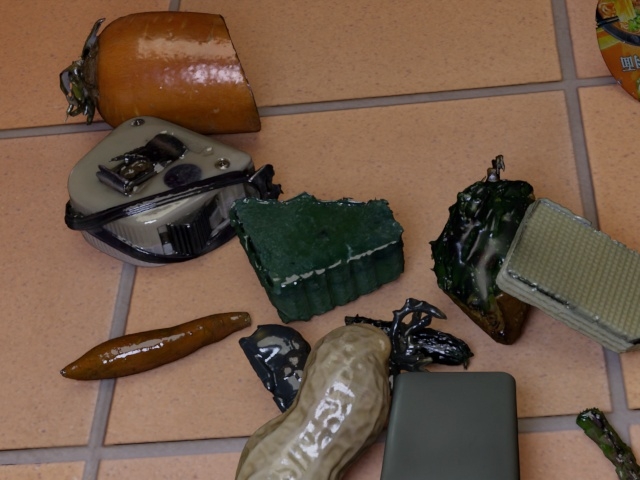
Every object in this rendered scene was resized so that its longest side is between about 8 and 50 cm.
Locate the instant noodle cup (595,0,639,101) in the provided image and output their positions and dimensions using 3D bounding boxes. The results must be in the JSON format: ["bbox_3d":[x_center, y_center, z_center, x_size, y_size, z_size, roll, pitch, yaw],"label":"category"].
[{"bbox_3d":[0.558,-0.331,2.199,0.182,0.230,0.230,-30,46,-33],"label":"instant noodle cup"}]

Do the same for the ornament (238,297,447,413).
[{"bbox_3d":[0.039,0.133,1.860,0.236,0.080,0.202,-36,59,-1],"label":"ornament"}]

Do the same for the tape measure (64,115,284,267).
[{"bbox_3d":[-0.231,-0.063,2.127,0.271,0.133,0.231,22,52,27],"label":"tape measure"}]

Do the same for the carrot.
[{"bbox_3d":[-0.254,-0.264,2.289,0.331,0.193,0.214,-4,62,8],"label":"carrot"}]

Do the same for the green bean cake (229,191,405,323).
[{"bbox_3d":[0.000,0.000,2.014,0.208,0.107,0.193,-24,47,-6],"label":"green bean cake"}]

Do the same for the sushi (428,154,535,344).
[{"bbox_3d":[0.211,0.025,1.936,0.149,0.140,0.287,4,49,20],"label":"sushi"}]

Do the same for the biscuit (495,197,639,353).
[{"bbox_3d":[0.356,0.059,1.870,0.252,0.052,0.150,28,51,-2],"label":"biscuit"}]

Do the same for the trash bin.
[{"bbox_3d":[0.155,0.274,1.705,0.164,0.122,0.240,0,42,10],"label":"trash bin"}]

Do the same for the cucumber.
[{"bbox_3d":[0.112,0.131,1.916,0.181,0.053,0.053,9,47,16],"label":"cucumber"}]

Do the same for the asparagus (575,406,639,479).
[{"bbox_3d":[0.356,0.259,1.744,0.036,0.030,0.165,0,36,-25],"label":"asparagus"}]

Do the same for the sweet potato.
[{"bbox_3d":[-0.218,0.143,1.962,0.264,0.057,0.057,-14,43,-10],"label":"sweet potato"}]

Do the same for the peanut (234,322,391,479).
[{"bbox_3d":[-0.008,0.230,1.731,0.136,0.120,0.298,27,79,28],"label":"peanut"}]
